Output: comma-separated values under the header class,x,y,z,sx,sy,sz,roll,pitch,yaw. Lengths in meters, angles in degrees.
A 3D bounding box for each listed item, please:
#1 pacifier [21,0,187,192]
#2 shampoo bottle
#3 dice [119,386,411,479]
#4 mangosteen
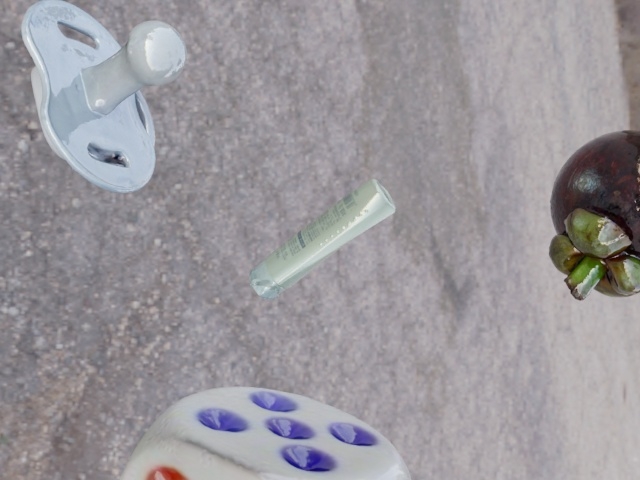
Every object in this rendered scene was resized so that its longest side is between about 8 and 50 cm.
class,x,y,z,sx,sy,sz,roll,pitch,yaw
pacifier,-0.264,-0.208,1.149,0.238,0.225,0.287,14,57,-55
shampoo bottle,0.000,0.000,1.124,0.049,0.212,0.072,45,17,-32
dice,-0.070,0.369,1.154,0.304,0.304,0.277,-9,115,-62
mangosteen,0.533,-0.043,1.519,0.300,0.300,0.300,1,89,-64
